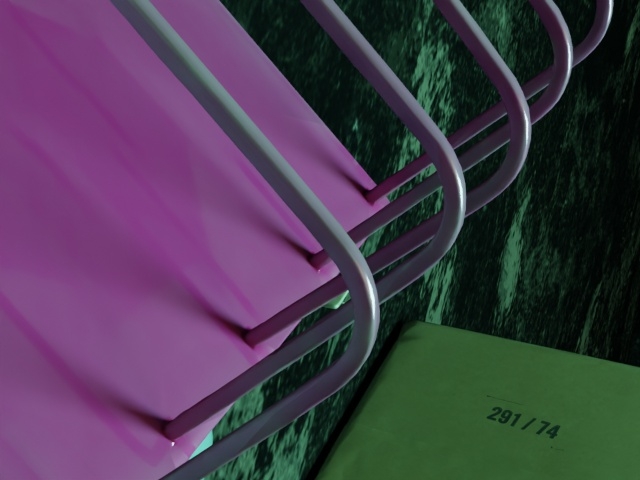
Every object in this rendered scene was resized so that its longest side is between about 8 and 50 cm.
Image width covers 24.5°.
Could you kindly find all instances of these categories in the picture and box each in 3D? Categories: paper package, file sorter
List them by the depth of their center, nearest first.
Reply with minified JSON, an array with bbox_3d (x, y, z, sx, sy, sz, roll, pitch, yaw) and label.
[{"bbox_3d":[-0.039,-0.063,0.525,0.202,0.182,0.290,50,35,-6],"label":"file sorter"},{"bbox_3d":[0.167,0.237,1.187,0.309,0.325,0.168,-54,148,-49],"label":"paper package"}]

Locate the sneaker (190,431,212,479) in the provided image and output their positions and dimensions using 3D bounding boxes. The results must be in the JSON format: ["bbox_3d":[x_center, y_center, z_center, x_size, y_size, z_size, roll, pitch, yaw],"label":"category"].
[{"bbox_3d":[-0.093,0.122,0.680,0.150,0.135,0.365,-52,148,-46],"label":"sneaker"}]

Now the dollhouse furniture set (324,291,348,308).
[{"bbox_3d":[0.000,0.000,0.949,0.114,0.081,0.091,-54,149,-50],"label":"dollhouse furniture set"}]
